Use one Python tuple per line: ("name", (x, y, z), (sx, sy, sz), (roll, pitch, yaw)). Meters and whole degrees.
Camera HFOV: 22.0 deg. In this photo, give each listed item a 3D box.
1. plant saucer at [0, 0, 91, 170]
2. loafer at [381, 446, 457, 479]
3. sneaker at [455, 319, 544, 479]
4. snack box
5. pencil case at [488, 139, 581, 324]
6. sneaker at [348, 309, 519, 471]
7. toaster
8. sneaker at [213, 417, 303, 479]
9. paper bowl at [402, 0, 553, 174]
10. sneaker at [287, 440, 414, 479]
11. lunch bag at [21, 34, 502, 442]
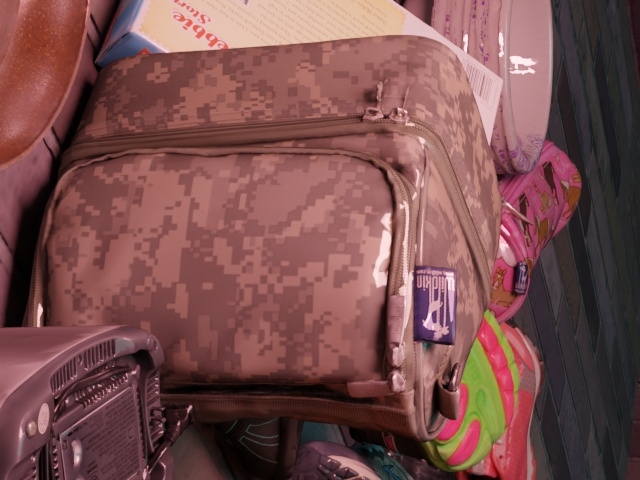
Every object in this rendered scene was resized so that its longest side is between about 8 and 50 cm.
("plant saucer", (-0.221, -0.193, 0.960), (0.310, 0.050, 0.311), (1, 90, -70))
("loafer", (0.108, 0.258, 1.876), (0.223, 0.076, 0.078), (21, 79, -66))
("sneaker", (0.229, 0.245, 2.170), (0.136, 0.115, 0.314), (-51, 138, -59))
("snack box", (-0.005, -0.132, 1.289), (0.322, 0.060, 0.187), (33, 51, -22))
("pencil case", (0.222, -0.019, 2.072), (0.160, 0.167, 0.386), (67, 23, -9))
("sneaker", (0.000, 0.000, 1.443), (0.185, 0.202, 0.483), (-38, 112, -43))
("toaster", (-0.181, 0.116, 0.935), (0.227, 0.146, 0.129), (-36, 125, -66))
("sneaker", (-0.059, 0.119, 1.379), (0.267, 0.106, 0.101), (98, -1, -57))
("paper bowl", (0.184, -0.220, 1.974), (0.284, 0.148, 0.284), (0, 90, -71))
("sneaker", (0.030, 0.245, 1.580), (0.283, 0.110, 0.122), (51, 18, -52))
("lunch bag", (-0.034, 0.017, 1.118), (0.213, 0.305, 0.256), (69, 28, -46))
